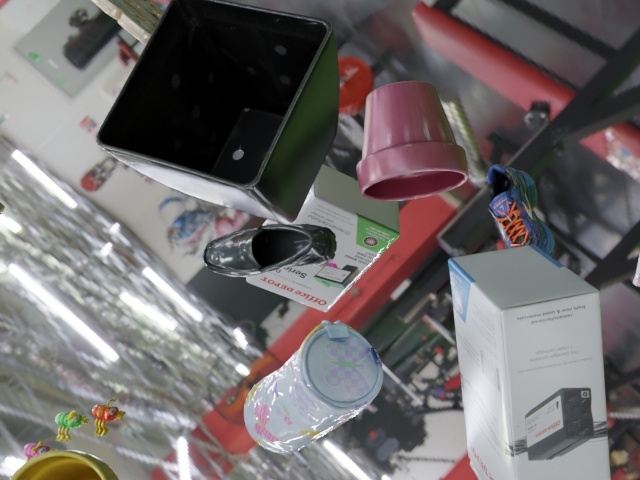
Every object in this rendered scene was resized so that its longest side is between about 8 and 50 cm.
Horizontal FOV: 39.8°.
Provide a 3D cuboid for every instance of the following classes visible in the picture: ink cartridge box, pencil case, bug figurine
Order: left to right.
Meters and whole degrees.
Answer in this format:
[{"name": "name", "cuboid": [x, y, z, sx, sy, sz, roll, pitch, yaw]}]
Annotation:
[{"name": "bug figurine", "cuboid": [-0.620, 0.488, 2.170, 0.216, 0.279, 0.072, -6, 120, 38]}, {"name": "pencil case", "cuboid": [-0.019, 0.207, 1.211, 0.124, 0.114, 0.273, 65, 150, 17]}, {"name": "ink cartridge box", "cuboid": [0.000, 0.000, 1.793, 0.201, 0.278, 0.117, 23, -140, -22]}, {"name": "ink cartridge box", "cuboid": [0.266, 0.185, 1.139, 0.223, 0.129, 0.307, -119, 20, -74]}]

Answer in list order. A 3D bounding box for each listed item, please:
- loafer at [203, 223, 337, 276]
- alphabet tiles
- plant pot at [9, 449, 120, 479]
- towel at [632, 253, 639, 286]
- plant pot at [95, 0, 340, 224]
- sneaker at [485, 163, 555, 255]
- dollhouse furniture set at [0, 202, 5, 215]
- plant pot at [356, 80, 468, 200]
[{"name": "loafer", "cuboid": [-0.085, 0.010, 1.285, 0.223, 0.076, 0.078, -6, 168, 30]}, {"name": "alphabet tiles", "cuboid": [-0.243, -0.331, 1.424, 0.278, 0.021, 0.284, 41, -164, 18]}, {"name": "plant pot", "cuboid": [-0.532, 0.589, 1.936, 0.254, 0.254, 0.239, 43, 175, 15]}, {"name": "towel", "cuboid": [0.395, 0.003, 0.786, 0.197, 0.144, 0.029, 18, -165, 22]}, {"name": "plant pot", "cuboid": [-0.082, -0.117, 0.917, 0.188, 0.188, 0.167, 17, 161, 24]}, {"name": "sneaker", "cuboid": [0.313, -0.037, 1.443, 0.087, 0.083, 0.221, 27, -143, -33]}, {"name": "dollhouse furniture set", "cuboid": [-0.766, -0.031, 1.496, 0.356, 0.303, 0.174, 38, -143, -1]}, {"name": "plant pot", "cuboid": [0.159, -0.183, 1.606, 0.201, 0.202, 0.180, 57, -154, -77]}]
